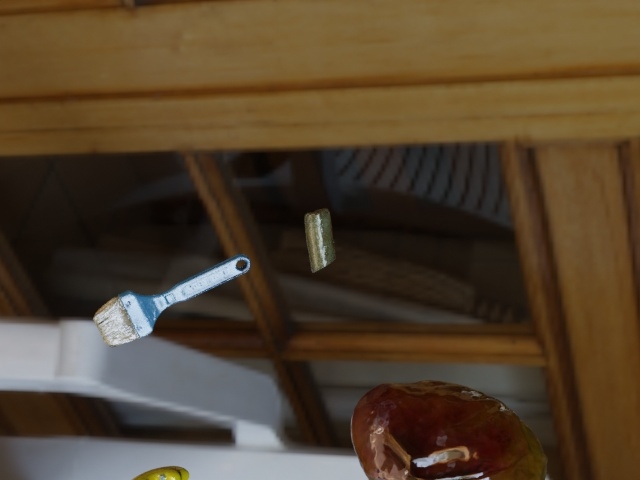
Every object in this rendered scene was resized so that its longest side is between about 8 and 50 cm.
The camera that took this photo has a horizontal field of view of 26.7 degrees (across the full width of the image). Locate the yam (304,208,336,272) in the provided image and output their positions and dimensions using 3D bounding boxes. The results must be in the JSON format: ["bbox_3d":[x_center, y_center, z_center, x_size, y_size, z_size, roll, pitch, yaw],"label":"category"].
[{"bbox_3d":[0.000,0.000,2.046,0.043,0.043,0.094,-18,98,-70],"label":"yam"}]

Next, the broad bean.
[{"bbox_3d":[0.144,0.241,1.534,0.122,0.229,0.156,81,26,-71],"label":"broad bean"}]

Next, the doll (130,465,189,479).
[{"bbox_3d":[-0.235,0.386,1.937,0.113,0.135,0.071,51,-8,-4],"label":"doll"}]

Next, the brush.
[{"bbox_3d":[-0.144,0.054,1.325,0.014,0.164,0.051,-124,-170,-61],"label":"brush"}]
